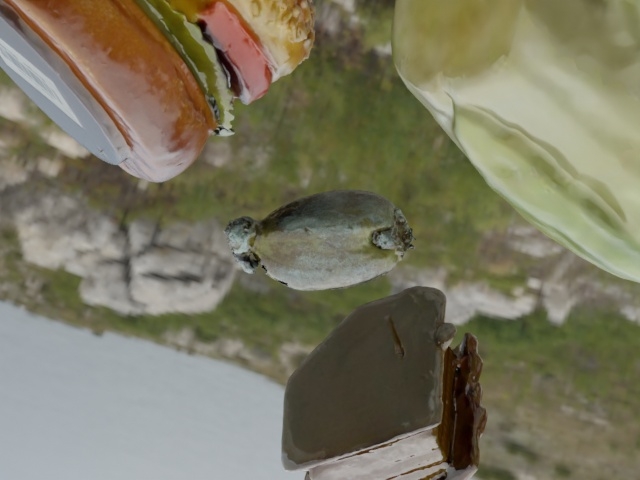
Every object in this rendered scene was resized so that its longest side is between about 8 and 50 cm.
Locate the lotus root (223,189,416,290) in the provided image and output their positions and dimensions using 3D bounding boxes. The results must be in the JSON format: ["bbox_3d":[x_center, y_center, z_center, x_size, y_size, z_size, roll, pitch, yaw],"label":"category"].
[{"bbox_3d":[0.000,0.001,1.103,0.165,0.088,0.088,-7,161,-3],"label":"lotus root"}]

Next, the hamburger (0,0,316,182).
[{"bbox_3d":[-0.167,-0.229,1.132,0.330,0.250,0.330,41,167,12],"label":"hamburger"}]

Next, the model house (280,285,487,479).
[{"bbox_3d":[0.079,0.203,1.429,0.219,0.199,0.229,-9,141,11],"label":"model house"}]

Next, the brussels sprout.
[{"bbox_3d":[0.189,-0.109,0.598,0.294,0.259,0.227,0,158,-15],"label":"brussels sprout"}]
